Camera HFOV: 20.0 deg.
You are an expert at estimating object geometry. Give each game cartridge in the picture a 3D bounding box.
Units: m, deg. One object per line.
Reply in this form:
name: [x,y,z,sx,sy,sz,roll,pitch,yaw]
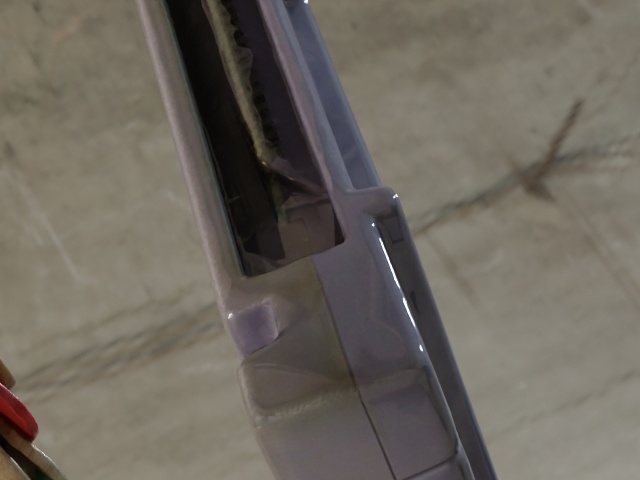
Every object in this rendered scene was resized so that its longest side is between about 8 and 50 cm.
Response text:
game cartridge: [0.000,0.000,0.619,0.068,0.355,0.230,-24,-48,4]

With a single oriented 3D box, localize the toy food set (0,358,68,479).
toy food set: [-0.069,0.034,0.352,0.020,0.083,0.082,-43,-21,-16]
